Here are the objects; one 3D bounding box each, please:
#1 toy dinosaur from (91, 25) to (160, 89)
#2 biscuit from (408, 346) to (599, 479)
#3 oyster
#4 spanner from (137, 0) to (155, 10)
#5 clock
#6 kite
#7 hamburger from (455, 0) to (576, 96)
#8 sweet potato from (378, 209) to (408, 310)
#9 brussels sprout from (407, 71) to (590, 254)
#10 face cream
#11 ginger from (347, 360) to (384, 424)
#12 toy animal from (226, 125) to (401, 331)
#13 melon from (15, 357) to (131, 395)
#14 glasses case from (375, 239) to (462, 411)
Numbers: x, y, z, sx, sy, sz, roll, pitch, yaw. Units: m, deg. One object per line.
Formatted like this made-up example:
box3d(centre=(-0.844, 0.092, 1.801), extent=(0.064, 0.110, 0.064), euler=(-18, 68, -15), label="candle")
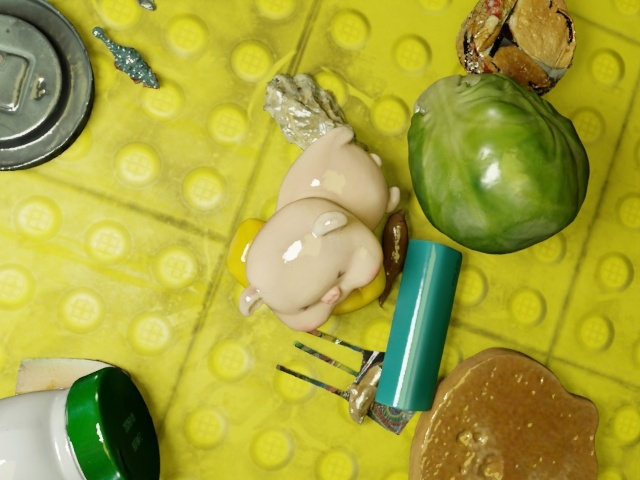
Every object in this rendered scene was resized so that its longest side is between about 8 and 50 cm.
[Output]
box3d(centre=(-0.346, -0.323, 1.139), extent=(0.154, 0.055, 0.049), euler=(42, 87, -7), label="toy dinosaur")
box3d(centre=(0.347, 0.410, 1.212), extent=(0.365, 0.062, 0.385), euler=(28, 85, -8), label="biscuit")
box3d(centre=(-0.017, -0.226, 1.175), extent=(0.133, 0.072, 0.209), euler=(-29, 91, -10), label="oyster")
box3d(centre=(-0.367, -0.559, 1.161), extent=(0.071, 0.017, 0.301), euler=(-31, 92, -7), label="spanner")
box3d(centre=(-0.554, -0.275, 1.104), extent=(0.319, 0.066, 0.318), euler=(0, 88, -7), label="clock")
box3d(centre=(0.063, 0.252, 1.200), extent=(0.286, 0.015, 0.152), euler=(23, 85, -7), label="kite")
box3d(centre=(0.377, -0.380, 1.217), extent=(0.231, 0.107, 0.230), euler=(1, 87, -12), label="hamburger")
box3d(centre=(0.134, 0.037, 1.200), extent=(0.057, 0.056, 0.194), euler=(13, 93, -7), label="sweet potato")
box3d(centre=(0.289, -0.140, 1.107), extent=(0.289, 0.281, 0.354), euler=(1, 55, -39), label="brussels sprout")
box3d(centre=(-0.453, 0.357, 0.982), extent=(0.357, 0.312, 0.219), euler=(-21, 63, 0), label="face cream")
box3d(centre=(0.095, 0.271, 1.180), extent=(0.057, 0.044, 0.137), euler=(41, 87, -27), label="ginger")
box3d(centre=(0.019, 0.011, 1.070), extent=(0.277, 0.247, 0.345), euler=(41, 93, -9), label="toy animal")
box3d(centre=(-0.427, 0.237, 1.101), extent=(0.182, 0.098, 0.054), euler=(-3, 101, -25), label="melon")
box3d(centre=(0.189, 0.157, 1.165), extent=(0.117, 0.070, 0.300), euler=(17, 81, -42), label="glasses case")
